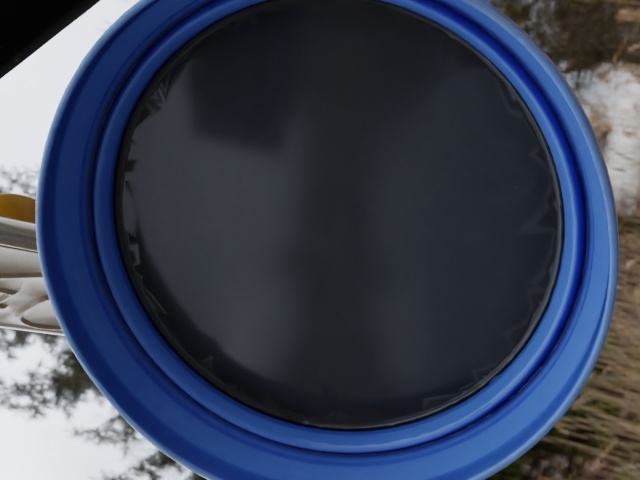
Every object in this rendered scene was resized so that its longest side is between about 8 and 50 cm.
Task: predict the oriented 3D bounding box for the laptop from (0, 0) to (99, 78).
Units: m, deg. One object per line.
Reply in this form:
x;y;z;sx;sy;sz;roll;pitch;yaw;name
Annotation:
-0.370;-0.362;0.845;0.382;0.236;0.408;-42;-60;-11;laptop

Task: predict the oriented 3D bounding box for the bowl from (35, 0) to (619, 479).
0.000;0.000;0.669;0.077;0.391;0.391;-59;-25;-68;bowl

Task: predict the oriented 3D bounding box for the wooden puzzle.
-0.326;0.032;1.117;0.322;0.348;0.080;14;-115;-42;wooden puzzle
